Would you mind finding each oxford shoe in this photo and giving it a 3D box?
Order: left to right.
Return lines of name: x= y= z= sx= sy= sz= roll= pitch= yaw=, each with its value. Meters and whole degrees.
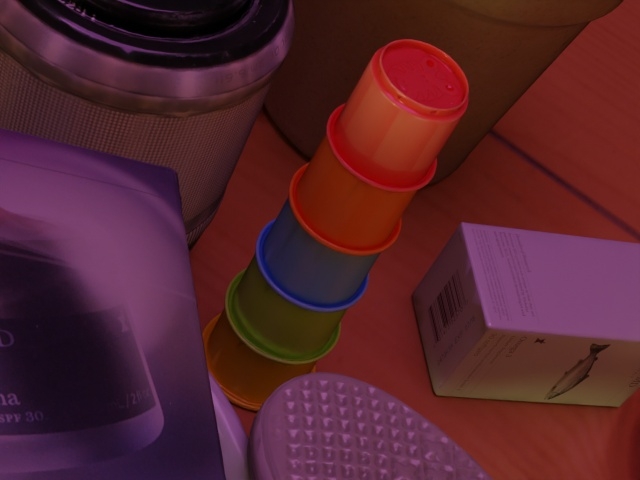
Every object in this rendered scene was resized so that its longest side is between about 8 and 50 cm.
oxford shoe: x=0.097 y=0.279 z=0.722 sx=0.169 sy=0.130 sz=0.449 roll=-29 pitch=72 yaw=-37

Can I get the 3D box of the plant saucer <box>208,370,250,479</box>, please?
plant saucer: x=-0.221 y=0.163 z=0.670 sx=0.400 sy=0.100 sz=0.400 roll=22 pitch=41 yaw=-21

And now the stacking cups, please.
stacking cups: x=0.000 y=0.000 z=0.787 sx=0.096 sy=0.316 sz=0.096 roll=12 pitch=50 yaw=-14

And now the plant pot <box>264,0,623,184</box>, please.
plant pot: x=0.091 y=-0.220 z=1.021 sx=0.334 sy=0.305 sz=0.334 roll=13 pitch=47 yaw=-15

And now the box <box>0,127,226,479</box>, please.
box: x=-0.212 y=0.092 z=0.524 sx=0.296 sy=0.183 sz=0.294 roll=12 pitch=44 yaw=-31

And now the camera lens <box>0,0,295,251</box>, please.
camera lens: x=-0.154 y=-0.109 z=0.834 sx=0.219 sy=0.274 sz=0.219 roll=13 pitch=48 yaw=-15

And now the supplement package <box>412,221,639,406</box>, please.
supplement package: x=0.184 y=0.064 z=0.965 sx=0.179 sy=0.105 sz=0.105 roll=6 pitch=50 yaw=-20
